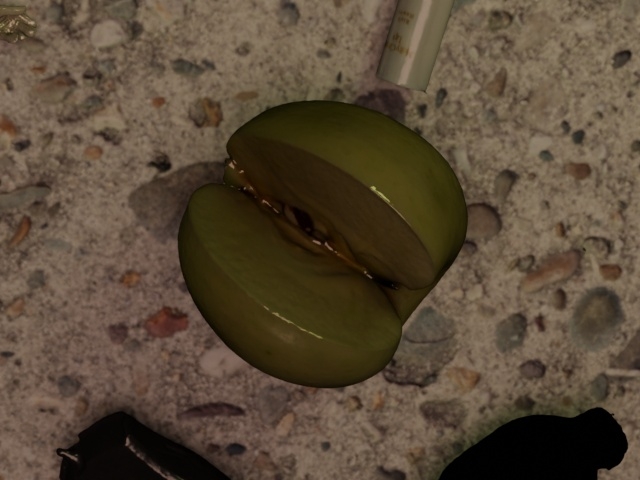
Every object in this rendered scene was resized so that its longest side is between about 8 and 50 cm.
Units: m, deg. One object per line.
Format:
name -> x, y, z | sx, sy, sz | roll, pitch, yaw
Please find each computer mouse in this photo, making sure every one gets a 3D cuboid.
computer mouse -> -0.170, 0.283, 1.865 | 0.264, 0.088, 0.147 | 33, 116, -12

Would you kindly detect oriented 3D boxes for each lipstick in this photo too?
lipstick -> 0.121, -0.285, 1.752 | 0.059, 0.059, 0.264 | 15, 102, -8

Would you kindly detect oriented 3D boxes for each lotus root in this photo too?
lotus root -> 0.196, 0.310, 1.865 | 0.175, 0.175, 0.349 | 39, 95, -12

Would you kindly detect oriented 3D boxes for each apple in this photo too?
apple -> 0.000, 0.000, 1.705 | 0.254, 0.292, 0.292 | 34, 100, 9

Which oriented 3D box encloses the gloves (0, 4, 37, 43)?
gloves -> -0.331, -0.227, 1.746 | 0.081, 0.037, 0.044 | 18, 129, -19
